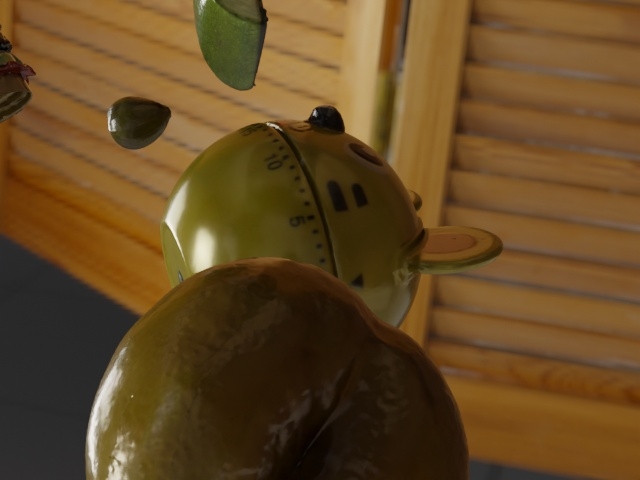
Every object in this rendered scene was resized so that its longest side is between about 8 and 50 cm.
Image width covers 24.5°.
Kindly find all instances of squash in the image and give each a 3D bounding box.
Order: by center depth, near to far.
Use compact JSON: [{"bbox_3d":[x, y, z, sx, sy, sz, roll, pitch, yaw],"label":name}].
[{"bbox_3d":[-0.143,-0.338,2.200,0.093,0.169,0.252,-7,164,-10],"label":"squash"}]

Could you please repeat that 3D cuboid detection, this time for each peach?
[{"bbox_3d":[-0.027,0.137,0.896,0.251,0.251,0.153,-8,164,-38],"label":"peach"}]

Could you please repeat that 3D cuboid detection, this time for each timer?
[{"bbox_3d":[0.000,0.000,1.886,0.387,0.376,0.376,-14,-156,-17],"label":"timer"}]

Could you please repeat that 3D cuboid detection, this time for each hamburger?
[{"bbox_3d":[-0.421,-0.199,1.695,0.175,0.137,0.175,-24,179,-1],"label":"hamburger"}]

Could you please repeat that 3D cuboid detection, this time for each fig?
[{"bbox_3d":[-0.243,-0.161,1.990,0.088,0.074,0.074,-15,-161,-1],"label":"fig"}]
